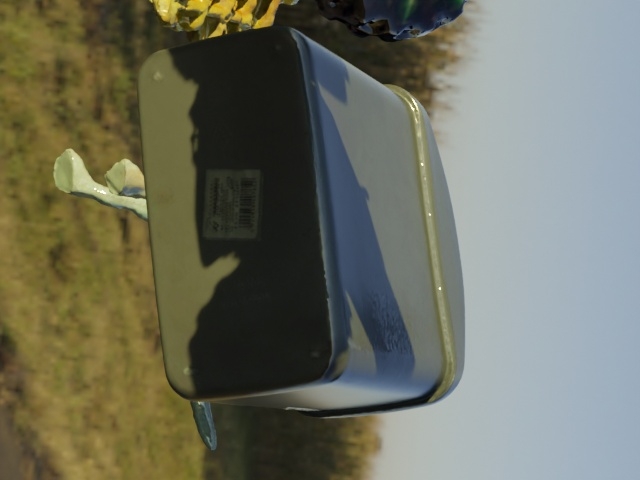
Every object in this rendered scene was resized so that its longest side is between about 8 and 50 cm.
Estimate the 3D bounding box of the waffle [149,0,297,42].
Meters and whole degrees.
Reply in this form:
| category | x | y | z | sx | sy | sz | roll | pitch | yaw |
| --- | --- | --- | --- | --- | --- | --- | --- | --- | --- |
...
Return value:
| category | x | y | z | sx | sy | sz | roll | pitch | yaw |
| --- | --- | --- | --- | --- | --- | --- | --- | --- | --- |
| waffle | -0.071 | -0.334 | 1.378 | 0.309 | 0.065 | 0.283 | -48 | 150 | -28 |

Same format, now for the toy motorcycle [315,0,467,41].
| category | x | y | z | sx | sy | sz | roll | pitch | yaw |
| --- | --- | --- | --- | --- | --- | --- | --- | --- | --- |
| toy motorcycle | 0.041 | -0.168 | 0.439 | 0.082 | 0.122 | 0.213 | -9 | -96 | 55 |

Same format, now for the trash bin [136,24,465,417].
| category | x | y | z | sx | sy | sz | roll | pitch | yaw |
| --- | --- | --- | --- | --- | --- | --- | --- | --- | --- |
| trash bin | 0.000 | 0.000 | 0.689 | 0.236 | 0.101 | 0.177 | 17 | 66 | -71 |

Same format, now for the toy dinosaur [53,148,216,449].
| category | x | y | z | sx | sy | sz | roll | pitch | yaw |
| --- | --- | --- | --- | --- | --- | --- | --- | --- | --- |
| toy dinosaur | -0.092 | -0.014 | 1.062 | 0.092 | 0.205 | 0.393 | -57 | -148 | 29 |
